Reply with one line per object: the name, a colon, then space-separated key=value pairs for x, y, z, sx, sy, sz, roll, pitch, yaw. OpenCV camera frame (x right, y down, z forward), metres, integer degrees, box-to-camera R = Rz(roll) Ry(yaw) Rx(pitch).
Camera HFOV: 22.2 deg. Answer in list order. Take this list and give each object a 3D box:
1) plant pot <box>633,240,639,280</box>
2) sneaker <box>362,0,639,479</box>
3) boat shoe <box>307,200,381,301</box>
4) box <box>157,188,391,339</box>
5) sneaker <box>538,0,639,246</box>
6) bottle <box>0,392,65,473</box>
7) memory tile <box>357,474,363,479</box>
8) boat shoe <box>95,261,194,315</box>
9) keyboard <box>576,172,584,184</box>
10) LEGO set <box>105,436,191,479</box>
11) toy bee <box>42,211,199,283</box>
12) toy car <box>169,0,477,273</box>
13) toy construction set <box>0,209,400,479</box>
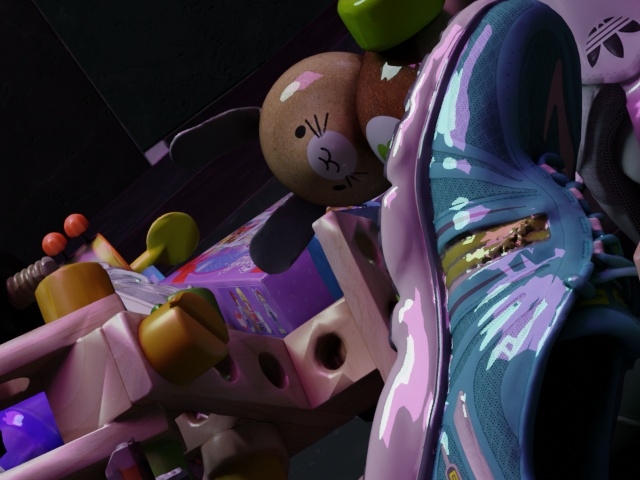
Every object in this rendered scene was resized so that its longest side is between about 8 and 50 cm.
plant pot: x=0.183 y=0.010 z=0.625 sx=0.109 sy=0.096 sz=0.109 roll=-31 pitch=16 yaw=39
sneaker: x=0.094 y=0.023 z=0.684 sx=0.110 sy=0.107 sz=0.275 roll=-17 pitch=62 yaw=44
boat shoe: x=0.074 y=0.026 z=0.961 sx=0.089 sy=0.109 sz=0.258 roll=-36 pitch=27 yaw=-13
box: x=0.000 y=0.000 z=1.273 sx=0.201 sy=0.057 sz=0.293 roll=-35 pitch=9 yaw=-17
sneaker: x=0.199 y=-0.095 z=0.894 sx=0.137 sy=0.210 sz=0.366 roll=-35 pitch=-21 yaw=24
bottle: x=-0.275 y=0.215 z=1.310 sx=0.118 sy=0.092 sz=0.283 roll=-27 pitch=18 yaw=45
memory tile: x=0.033 y=0.146 z=0.801 sx=0.113 sy=0.012 sz=0.148 roll=-46 pitch=13 yaw=-28
boat shoe: x=-0.140 y=0.071 z=1.277 sx=0.103 sy=0.118 sz=0.320 roll=-32 pitch=20 yaw=-29
keyboard: x=0.188 y=-0.077 z=1.147 sx=0.072 sy=0.014 sz=0.256 roll=-22 pitch=21 yaw=42
LEGO set: x=-0.152 y=0.192 z=0.522 sx=0.331 sy=0.192 sz=0.255 roll=-25 pitch=-4 yaw=22
toy bee: x=-0.187 y=0.039 z=1.525 sx=0.195 sy=0.162 sz=0.298 roll=-45 pitch=12 yaw=-29
toy car: x=0.015 y=-0.058 z=0.890 sx=0.188 sy=0.155 sz=0.149 roll=-28 pitch=21 yaw=18
toy construction set: x=-0.047 y=0.099 z=0.738 sx=0.237 sy=0.257 sz=0.309 roll=-28 pitch=42 yaw=20
